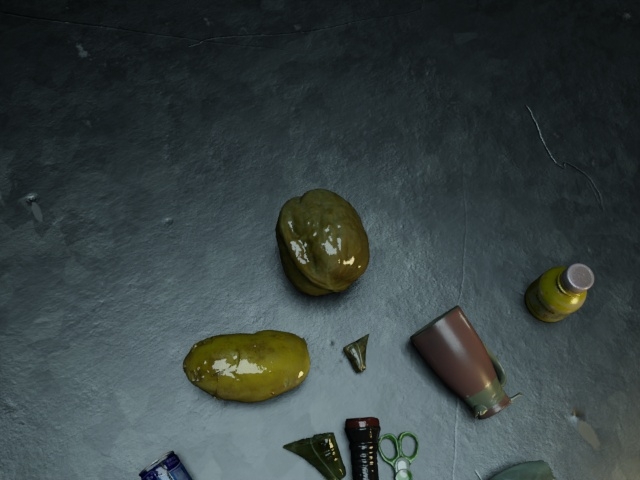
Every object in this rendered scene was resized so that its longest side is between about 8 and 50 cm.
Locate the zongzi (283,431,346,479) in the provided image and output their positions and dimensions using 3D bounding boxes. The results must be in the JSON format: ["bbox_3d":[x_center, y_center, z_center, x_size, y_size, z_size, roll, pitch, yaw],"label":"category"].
[{"bbox_3d":[-0.008,0.537,1.555,0.130,0.062,0.154,-19,87,11],"label":"zongzi"}]

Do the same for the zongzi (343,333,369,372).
[{"bbox_3d":[0.108,0.285,1.661,0.083,0.040,0.076,-23,78,-30],"label":"zongzi"}]

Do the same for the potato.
[{"bbox_3d":[-0.176,0.299,1.576,0.300,0.140,0.173,-2,62,-11],"label":"potato"}]

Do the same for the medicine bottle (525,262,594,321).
[{"bbox_3d":[0.607,0.123,1.657,0.122,0.212,0.122,1,69,-3],"label":"medicine bottle"}]

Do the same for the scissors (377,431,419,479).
[{"bbox_3d":[0.194,0.559,1.560,0.101,0.027,0.204,-5,68,-4],"label":"scissors"}]

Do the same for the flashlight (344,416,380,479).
[{"bbox_3d":[0.103,0.532,1.539,0.093,0.093,0.232,-1,75,-4],"label":"flashlight"}]

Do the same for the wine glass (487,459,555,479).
[{"bbox_3d":[0.403,0.670,1.531,0.309,0.096,0.264,-11,94,-9],"label":"wine glass"}]

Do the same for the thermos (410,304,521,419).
[{"bbox_3d":[0.362,0.302,1.622,0.176,0.146,0.265,-29,81,-40],"label":"thermos"}]

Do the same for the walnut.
[{"bbox_3d":[0.000,0.000,1.657,0.227,0.283,0.283,-32,69,28],"label":"walnut"}]

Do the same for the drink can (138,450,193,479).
[{"bbox_3d":[-0.305,0.596,1.476,0.097,0.097,0.235,-34,76,-15],"label":"drink can"}]
